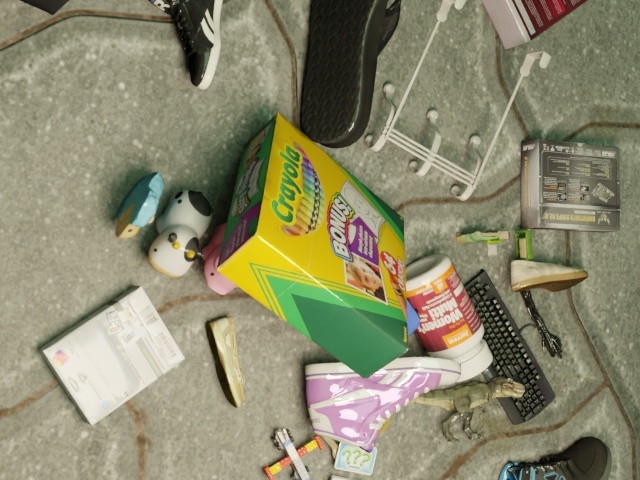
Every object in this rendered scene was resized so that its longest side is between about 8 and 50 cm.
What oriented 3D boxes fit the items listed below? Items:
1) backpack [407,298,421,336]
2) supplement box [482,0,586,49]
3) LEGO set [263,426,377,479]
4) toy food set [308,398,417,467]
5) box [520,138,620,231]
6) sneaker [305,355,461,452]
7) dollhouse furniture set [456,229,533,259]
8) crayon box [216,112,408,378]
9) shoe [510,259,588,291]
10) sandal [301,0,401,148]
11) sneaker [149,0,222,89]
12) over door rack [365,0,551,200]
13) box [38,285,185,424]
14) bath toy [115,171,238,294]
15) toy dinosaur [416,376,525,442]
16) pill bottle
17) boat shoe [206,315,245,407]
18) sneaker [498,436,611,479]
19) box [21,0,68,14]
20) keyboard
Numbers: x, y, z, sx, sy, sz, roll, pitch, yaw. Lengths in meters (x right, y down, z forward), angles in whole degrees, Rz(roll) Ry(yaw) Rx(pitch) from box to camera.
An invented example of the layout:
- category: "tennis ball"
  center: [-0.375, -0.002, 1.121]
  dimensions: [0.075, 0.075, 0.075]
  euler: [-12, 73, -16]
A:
- category: "backpack"
  center: [0.118, 0.144, 1.796]
  dimensions: [0.101, 0.120, 0.098]
  euler: [-47, 110, -22]
- category: "supplement box"
  center: [0.449, -0.507, 2.035]
  dimensions: [0.239, 0.073, 0.130]
  euler: [-36, 105, -25]
- category: "LEGO set"
  center: [-0.019, 0.430, 1.733]
  dimensions: [0.244, 0.060, 0.182]
  euler: [17, 83, -20]
- category: "toy food set"
  center: [0.071, 0.305, 1.816]
  dimensions: [0.192, 0.038, 0.132]
  euler: [-39, 100, -15]
- category: "box"
  center: [0.521, -0.111, 2.067]
  dimensions: [0.231, 0.056, 0.183]
  euler: [1, 88, -29]
- category: "sneaker"
  center: [0.116, 0.288, 1.749]
  dimensions: [0.282, 0.102, 0.161]
  euler: [-4, 77, -7]
- category: "dollhouse furniture set"
  center: [0.343, 0.011, 1.952]
  dimensions: [0.152, 0.076, 0.058]
  euler: [-2, 88, -30]
- category: "crayon box"
  center: [0.000, 0.000, 1.630]
  dimensions: [0.313, 0.106, 0.363]
  euler: [39, 29, -23]
- category: "shoe"
  center: [0.462, 0.066, 2.009]
  dimensions: [0.219, 0.076, 0.058]
  euler: [-1, 65, -40]
- category: "sandal"
  center: [0.065, -0.382, 1.792]
  dimensions: [0.107, 0.167, 0.446]
  euler: [14, 88, -53]
- category: "sneaker"
  center: [-0.231, -0.363, 1.657]
  dimensions: [0.121, 0.079, 0.217]
  euler: [10, 75, -25]
- category: "over door rack"
  center: [0.253, -0.269, 1.880]
  dimensions: [0.239, 0.108, 0.324]
  euler: [26, 96, -25]
- category: "box"
  center: [-0.331, 0.182, 1.593]
  dimensions: [0.186, 0.038, 0.145]
  euler: [-36, 104, -26]
- category: "bath toy"
  center: [-0.161, 0.019, 1.644]
  dimensions: [0.348, 0.129, 0.151]
  euler: [29, 74, -26]
- category: "toy dinosaur"
  center: [0.271, 0.326, 1.911]
  dimensions: [0.268, 0.064, 0.118]
  euler: [0, 82, -25]
- category: "pill bottle"
  center: [0.231, 0.146, 1.858]
  dimensions: [0.121, 0.121, 0.221]
  euler: [-34, 103, -26]
- category: "boat shoe"
  center: [-0.150, 0.206, 1.683]
  dimensions: [0.048, 0.056, 0.153]
  euler: [-16, 88, -24]
- category: "sneaker"
  center: [0.443, 0.480, 1.960]
  dimensions: [0.341, 0.125, 0.139]
  euler: [-35, 99, -28]
- category: "box"
  center: [-0.410, -0.451, 1.444]
  dimensions: [0.165, 0.270, 0.143]
  euler: [21, 78, -26]
- category: "keyboard"
  center: [0.390, 0.198, 1.996]
  dimensions: [0.201, 0.033, 0.317]
  euler: [-38, 106, -25]
